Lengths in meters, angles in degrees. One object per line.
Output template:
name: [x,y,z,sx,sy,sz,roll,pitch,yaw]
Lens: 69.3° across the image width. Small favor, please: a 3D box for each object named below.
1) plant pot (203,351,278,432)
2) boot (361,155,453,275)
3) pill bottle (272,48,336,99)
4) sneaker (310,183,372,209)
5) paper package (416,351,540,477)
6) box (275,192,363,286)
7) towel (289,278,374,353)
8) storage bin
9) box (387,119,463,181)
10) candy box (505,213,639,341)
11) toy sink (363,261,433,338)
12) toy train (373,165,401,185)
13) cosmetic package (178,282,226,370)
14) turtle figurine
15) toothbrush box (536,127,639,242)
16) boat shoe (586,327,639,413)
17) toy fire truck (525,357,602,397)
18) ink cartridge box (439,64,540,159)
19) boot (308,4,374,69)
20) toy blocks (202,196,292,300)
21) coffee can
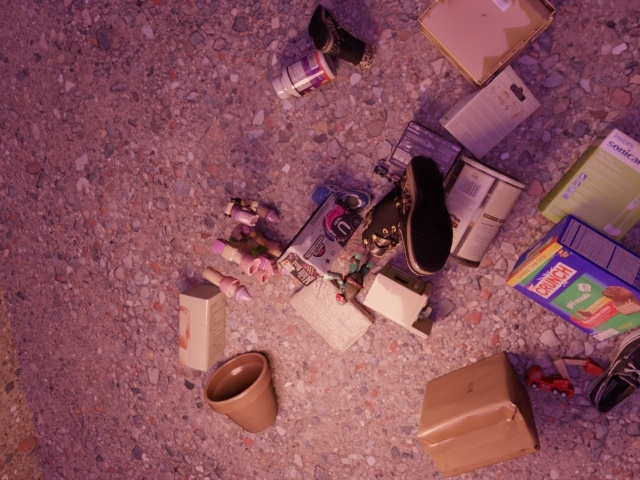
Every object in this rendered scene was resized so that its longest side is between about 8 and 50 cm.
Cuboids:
plant pot: [-0.274,0.597,1.768,0.263,0.263,0.229,-17,115,22]
boot: [0.239,-0.027,1.359,0.138,0.377,0.284,14,147,-21]
pill bottle: [-0.054,-0.532,1.493,0.193,0.108,0.108,-20,95,22]
sneaker: [0.062,-0.145,1.553,0.211,0.081,0.080,4,105,20]
paper package: [0.478,0.528,1.426,0.309,0.325,0.168,-30,92,22]
box: [0.000,0.000,1.487,0.142,0.247,0.163,39,151,-5]
towel: [0.041,0.254,1.668,0.282,0.049,0.187,45,110,6]
storage bin: [0.456,-0.612,1.292,0.260,0.123,0.262,-43,85,22]
box: [0.326,-0.265,1.436,0.180,0.077,0.147,31,110,11]
candy box: [0.735,0.113,1.286,0.317,0.122,0.268,34,152,11]
toy sink: [0.282,0.188,1.513,0.234,0.153,0.131,29,109,12]
toy train: [0.244,-0.198,1.509,0.158,0.027,0.036,33,99,10]
cosmetic package: [-0.459,0.332,1.801,0.129,0.153,0.296,10,104,16]
turtle figurine: [0.095,0.132,1.540,0.118,0.175,0.234,29,83,38]
toothbrush box: [0.786,-0.135,1.283,0.206,0.122,0.283,36,112,8]
boat shoe: [0.909,0.388,1.366,0.108,0.102,0.301,35,111,9]
toy fire truck: [0.758,0.419,1.455,0.192,0.047,0.135,14,106,17]
ink cartridge box: [0.482,-0.365,1.324,0.181,0.056,0.225,32,113,-31]
boot: [0.062,-0.626,1.438,0.178,0.236,0.085,15,133,-28]
toy blocks: [-0.187,0.044,1.572,0.260,0.288,0.309,29,107,18]
coffee can: [0.444,-0.087,1.369,0.201,0.201,0.275,29,109,11]
